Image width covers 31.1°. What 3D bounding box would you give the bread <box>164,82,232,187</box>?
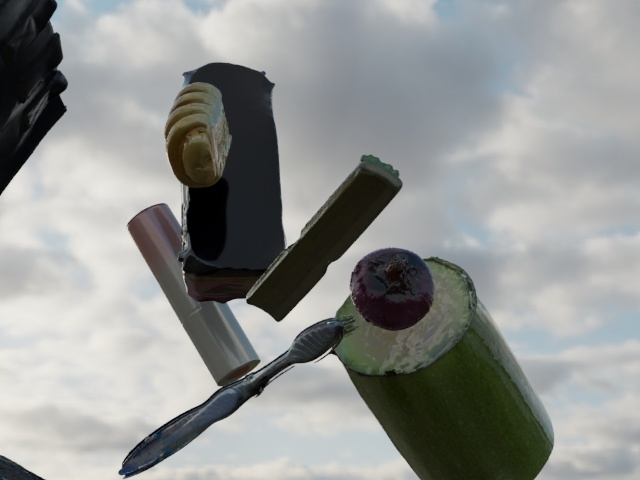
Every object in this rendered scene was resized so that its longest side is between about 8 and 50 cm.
[{"bbox_3d":[-0.177,-0.149,1.644,0.084,0.177,0.119,-4,-60,5],"label":"bread"}]

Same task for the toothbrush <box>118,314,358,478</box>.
[{"bbox_3d":[-0.108,0.180,1.255,0.413,0.035,0.042,-36,-15,36],"label":"toothbrush"}]

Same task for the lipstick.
[{"bbox_3d":[-0.220,0.091,1.983,0.087,0.327,0.087,-30,-15,-9],"label":"lipstick"}]

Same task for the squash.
[{"bbox_3d":[0.211,0.244,1.944,0.263,0.263,0.384,-10,-49,29],"label":"squash"}]

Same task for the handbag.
[{"bbox_3d":[-0.385,-0.179,1.286,0.118,0.269,0.325,33,-22,5],"label":"handbag"}]

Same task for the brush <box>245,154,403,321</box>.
[{"bbox_3d":[0.000,0.000,1.264,0.054,0.048,0.282,32,-46,-9],"label":"brush"}]

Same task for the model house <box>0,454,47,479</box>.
[{"bbox_3d":[-0.272,0.272,1.031,0.165,0.106,0.152,27,-9,7],"label":"model house"}]

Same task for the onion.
[{"bbox_3d":[0.095,0.059,1.498,0.115,0.115,0.104,3,-40,-9],"label":"onion"}]

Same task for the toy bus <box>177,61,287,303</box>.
[{"bbox_3d":[-0.156,-0.091,1.861,0.171,0.386,0.162,3,-27,-15],"label":"toy bus"}]
